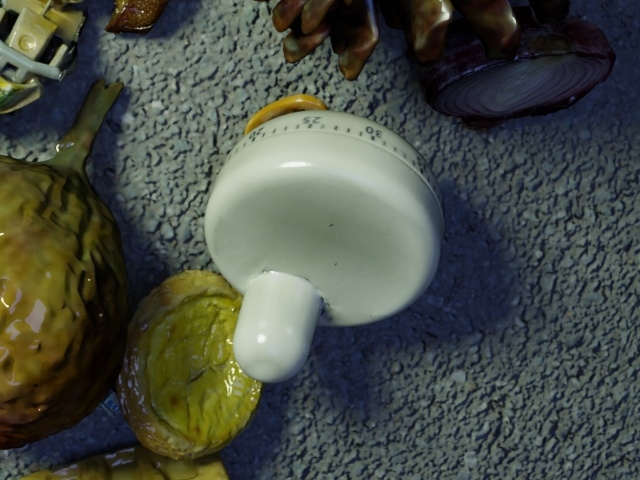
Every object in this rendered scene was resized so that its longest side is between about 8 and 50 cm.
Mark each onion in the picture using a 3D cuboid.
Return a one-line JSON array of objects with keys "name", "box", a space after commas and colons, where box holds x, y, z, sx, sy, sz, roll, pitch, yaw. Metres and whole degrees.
[{"name": "onion", "box": [0.190, -0.187, 1.114, 0.206, 0.151, 0.098, -6, 66, -24]}]

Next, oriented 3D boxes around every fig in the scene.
[{"name": "fig", "box": [-0.264, -0.007, 0.990, 0.286, 0.286, 0.368, 37, 66, -14]}]

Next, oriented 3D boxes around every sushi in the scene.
[{"name": "sushi", "box": [-0.174, -0.252, 1.045, 0.060, 0.061, 0.118, 23, 94, -26]}]

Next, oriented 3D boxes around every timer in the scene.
[{"name": "timer", "box": [0.000, 0.000, 1.028, 0.234, 0.240, 0.233, 7, 136, 7]}]

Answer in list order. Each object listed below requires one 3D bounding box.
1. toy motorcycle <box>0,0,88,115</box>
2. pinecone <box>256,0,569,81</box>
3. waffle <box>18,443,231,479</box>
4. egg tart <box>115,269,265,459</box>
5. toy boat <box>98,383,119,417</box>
[{"name": "toy motorcycle", "box": [-0.260, -0.200, 0.999, 0.094, 0.130, 0.229, 30, 91, -16]}, {"name": "pinecone", "box": [0.094, -0.328, 0.931, 0.398, 0.398, 0.397, -2, 99, -11]}, {"name": "waffle", "box": [-0.217, 0.292, 1.065, 0.274, 0.168, 0.057, -15, 132, -10]}, {"name": "egg tart", "box": [-0.135, 0.124, 1.077, 0.191, 0.074, 0.191, 3, 85, -44]}, {"name": "toy boat", "box": [-0.216, 0.162, 1.110, 0.083, 0.038, 0.038, 43, 88, -15]}]
